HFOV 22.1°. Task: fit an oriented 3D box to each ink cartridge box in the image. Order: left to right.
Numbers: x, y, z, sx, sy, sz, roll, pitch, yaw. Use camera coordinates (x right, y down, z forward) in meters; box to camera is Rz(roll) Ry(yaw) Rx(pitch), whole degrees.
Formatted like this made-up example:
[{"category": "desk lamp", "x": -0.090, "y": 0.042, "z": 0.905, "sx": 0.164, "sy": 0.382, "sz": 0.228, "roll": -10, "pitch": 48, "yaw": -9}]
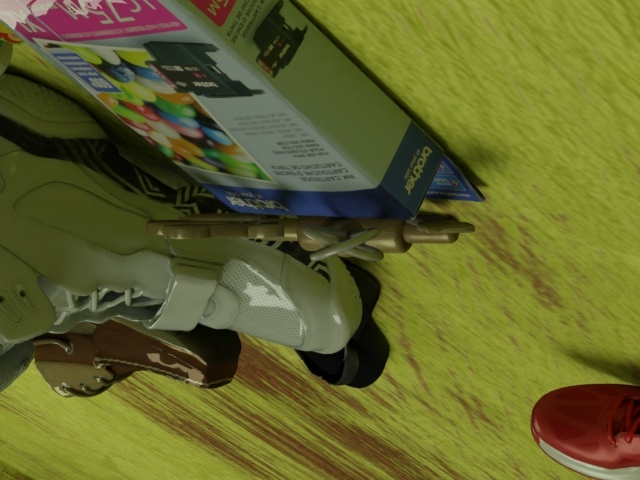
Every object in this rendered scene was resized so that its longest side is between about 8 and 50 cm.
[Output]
[{"category": "ink cartridge box", "x": -0.055, "y": -0.092, "z": 1.032, "sx": 0.185, "sy": 0.065, "sz": 0.311, "roll": 4, "pitch": 154, "yaw": 48}]

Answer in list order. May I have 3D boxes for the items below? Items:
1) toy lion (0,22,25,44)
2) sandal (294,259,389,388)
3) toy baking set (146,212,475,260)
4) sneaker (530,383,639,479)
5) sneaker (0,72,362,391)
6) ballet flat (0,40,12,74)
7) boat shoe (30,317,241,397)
[{"category": "toy lion", "x": -0.218, "y": -0.166, "z": 1.073, "sx": 0.096, "sy": 0.034, "sz": 0.100, "roll": 14, "pitch": 152, "yaw": -6}, {"category": "sandal", "x": 0.004, "y": 0.081, "z": 1.427, "sx": 0.097, "sy": 0.054, "sz": 0.254, "roll": 21, "pitch": 161, "yaw": 13}, {"category": "toy baking set", "x": 0.002, "y": -0.001, "z": 1.101, "sx": 0.256, "sy": 0.030, "sz": 0.196, "roll": 1, "pitch": -176, "yaw": 26}, {"category": "sneaker", "x": 0.261, "y": 0.124, "z": 1.211, "sx": 0.221, "sy": 0.087, "sz": 0.128, "roll": 6, "pitch": 148, "yaw": 17}, {"category": "sneaker", "x": -0.159, "y": 0.039, "z": 1.242, "sx": 0.365, "sy": 0.210, "sz": 0.137, "roll": 29, "pitch": 149, "yaw": -5}, {"category": "ballet flat", "x": -0.304, "y": -0.132, "z": 1.218, "sx": 0.086, "sy": 0.086, "sz": 0.248, "roll": 36, "pitch": 157, "yaw": -31}, {"category": "boat shoe", "x": -0.220, "y": 0.089, "z": 1.579, "sx": 0.324, "sy": 0.120, "sz": 0.122, "roll": 19, "pitch": -168, "yaw": 31}]
